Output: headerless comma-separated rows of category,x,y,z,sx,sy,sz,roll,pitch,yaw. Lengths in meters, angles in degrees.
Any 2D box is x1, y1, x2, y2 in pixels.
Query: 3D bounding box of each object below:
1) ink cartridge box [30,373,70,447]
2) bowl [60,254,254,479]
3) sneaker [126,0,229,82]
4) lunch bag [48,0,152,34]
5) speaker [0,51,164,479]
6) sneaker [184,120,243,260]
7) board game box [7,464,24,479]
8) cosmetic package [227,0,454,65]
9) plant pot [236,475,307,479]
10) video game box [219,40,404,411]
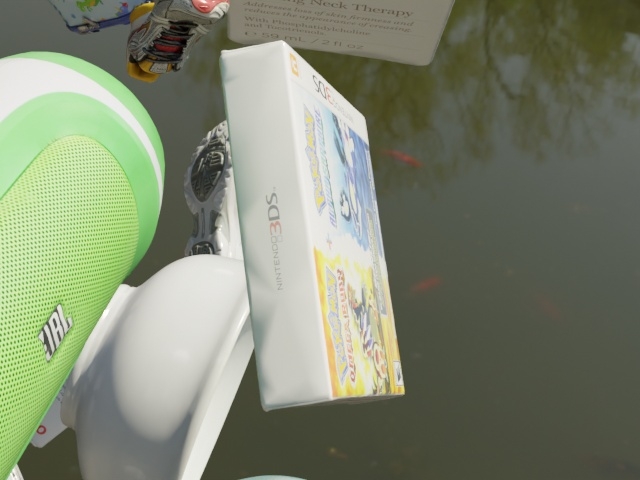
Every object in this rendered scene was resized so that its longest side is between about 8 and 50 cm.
ink cartridge box,-0.459,0.201,1.921,0.273,0.198,0.115,-38,22,-6
bowl,-0.151,0.131,1.007,0.134,0.298,0.298,21,29,2
sneaker,-0.176,-0.246,1.301,0.088,0.093,0.225,15,-13,-22
lunch bag,-0.267,-0.383,1.508,0.176,0.090,0.219,-2,42,38
speaker,-0.159,0.034,0.431,0.131,0.131,0.296,12,35,5
sneaker,-0.105,-0.033,1.345,0.090,0.232,0.115,1,-8,43
board game box,-0.374,0.338,1.313,0.053,0.305,0.193,-21,67,-18
cosmetic package,0.040,-0.492,1.539,0.329,0.327,0.394,7,-16,-1
plant pot,-0.103,0.562,1.920,0.252,0.247,0.248,19,27,27
video game box,0.000,0.000,0.673,0.048,0.205,0.187,-11,-10,17
